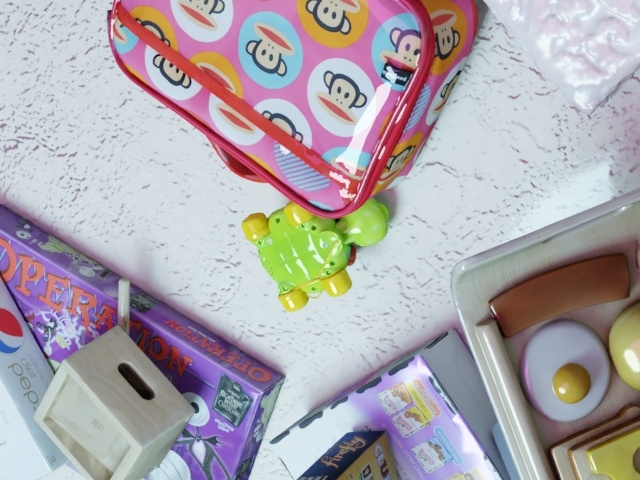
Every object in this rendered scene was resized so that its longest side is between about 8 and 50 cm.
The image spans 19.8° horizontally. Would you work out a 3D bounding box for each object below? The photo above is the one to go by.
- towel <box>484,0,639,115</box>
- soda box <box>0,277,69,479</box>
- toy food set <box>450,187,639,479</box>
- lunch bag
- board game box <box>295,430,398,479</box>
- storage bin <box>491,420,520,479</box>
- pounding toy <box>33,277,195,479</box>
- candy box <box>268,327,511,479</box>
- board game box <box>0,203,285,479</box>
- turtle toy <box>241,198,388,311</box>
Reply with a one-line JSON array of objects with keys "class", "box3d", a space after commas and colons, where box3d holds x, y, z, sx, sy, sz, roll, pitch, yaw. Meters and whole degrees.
[{"class": "towel", "box3d": [0.195, -0.309, 1.361, 0.332, 0.053, 0.317, 51, 126, 6]}, {"class": "soda box", "box3d": [-0.313, 0.128, 1.773, 0.074, 0.069, 0.216, -27, 93, 36]}, {"class": "toy food set", "box3d": [0.250, 0.115, 1.383, 0.092, 0.220, 0.306, -170, 58, -77]}, {"class": "lunch bag", "box3d": [-0.035, -0.163, 1.523, 0.293, 0.120, 0.258, 36, 127, 17]}, {"class": "board game box", "box3d": [0.032, 0.304, 1.536, 0.042, 0.165, 0.243, -6, 106, 31]}, {"class": "storage bin", "box3d": [0.210, 0.161, 1.512, 0.135, 0.098, 0.091, -50, 52, 35]}, {"class": "pounding toy", "box3d": [-0.189, 0.138, 1.695, 0.141, 0.100, 0.130, 47, 139, 11]}, {"class": "candy box", "box3d": [0.077, 0.195, 1.611, 0.196, 0.070, 0.164, -33, 90, 35]}, {"class": "board game box", "box3d": [-0.212, 0.134, 1.782, 0.347, 0.056, 0.208, 30, 117, 19]}, {"class": "turtle toy", "box3d": [0.000, 0.000, 1.586, 0.130, 0.066, 0.095, -20, 103, 34]}]
